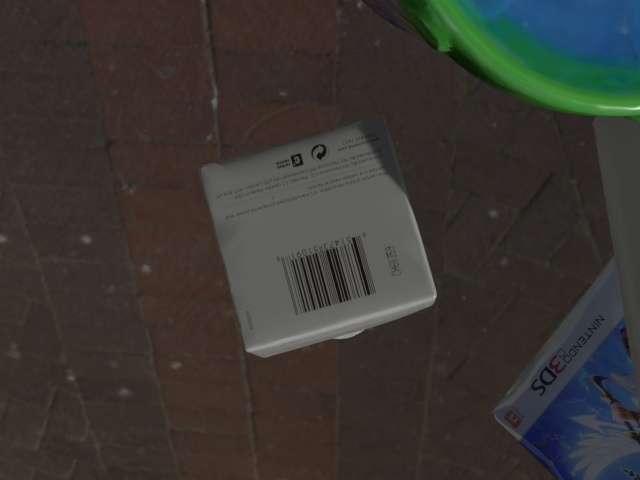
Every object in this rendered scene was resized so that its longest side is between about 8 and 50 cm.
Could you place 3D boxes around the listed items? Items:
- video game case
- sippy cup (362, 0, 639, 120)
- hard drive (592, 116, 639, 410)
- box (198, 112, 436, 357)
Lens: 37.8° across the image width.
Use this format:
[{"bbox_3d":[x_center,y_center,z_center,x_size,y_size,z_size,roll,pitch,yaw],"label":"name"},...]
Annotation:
[{"bbox_3d":[0.305,0.162,0.784,0.269,0.061,0.244,44,135,20],"label":"video game case"},{"bbox_3d":[0.103,-0.186,0.471,0.240,0.224,0.305,-38,107,-3],"label":"sippy cup"},{"bbox_3d":[0.286,-0.017,0.601,0.203,0.308,0.040,-31,126,34],"label":"hard drive"},{"bbox_3d":[0.000,0.000,0.883,0.180,0.182,0.119,-16,169,1],"label":"box"}]
